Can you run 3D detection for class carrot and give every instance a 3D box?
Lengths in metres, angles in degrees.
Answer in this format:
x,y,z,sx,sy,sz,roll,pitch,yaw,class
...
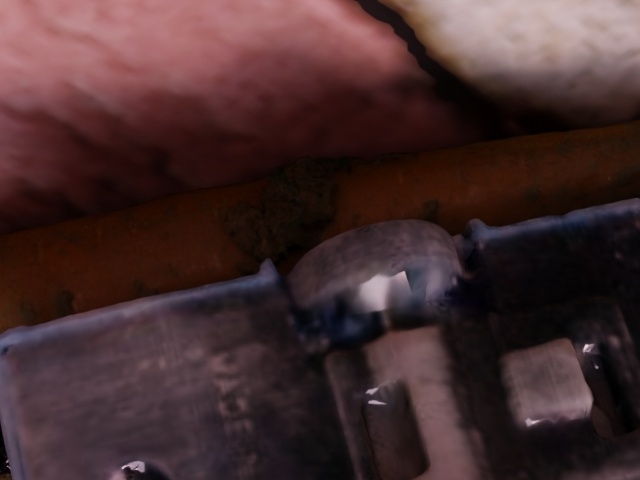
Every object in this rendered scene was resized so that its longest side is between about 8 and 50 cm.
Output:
x,y,z,sx,sy,sz,roll,pitch,yaw,class
0.000,0.000,0.445,0.254,0.049,0.049,-15,144,3,carrot

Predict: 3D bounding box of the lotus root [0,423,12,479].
x,y,z,sx,sy,sz,roll,pitch,yaw,class
-0.089,0.078,0.528,0.054,0.049,0.099,4,144,-2,lotus root

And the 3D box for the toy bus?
x,y,z,sx,sy,sz,roll,pitch,yaw,class
0.075,0.051,0.436,0.297,0.106,0.131,-11,157,-12,toy bus
